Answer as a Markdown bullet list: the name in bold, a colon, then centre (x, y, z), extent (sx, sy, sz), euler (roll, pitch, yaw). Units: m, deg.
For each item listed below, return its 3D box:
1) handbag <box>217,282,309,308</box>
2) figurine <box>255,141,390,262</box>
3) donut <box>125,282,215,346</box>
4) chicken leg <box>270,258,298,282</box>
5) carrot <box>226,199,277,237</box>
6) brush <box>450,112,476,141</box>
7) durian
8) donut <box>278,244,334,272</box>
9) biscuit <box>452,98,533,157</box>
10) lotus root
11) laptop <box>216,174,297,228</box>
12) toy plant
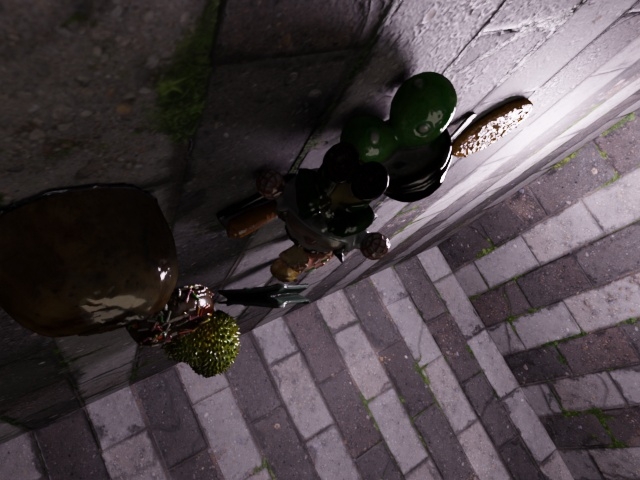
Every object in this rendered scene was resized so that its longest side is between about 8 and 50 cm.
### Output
- **handbag**: centre (-0.191, 0.191, 1.629), extent (0.260, 0.079, 0.247), euler (-5, 174, 22)
- **figurine**: centre (0.020, -0.071, 0.865), extent (0.167, 0.281, 0.370), euler (-60, -177, -15)
- **donut**: centre (-0.428, 0.222, 1.372), extent (0.269, 0.103, 0.270), euler (-25, 167, -6)
- **chicken leg**: centre (-0.072, 0.079, 1.598), extent (0.207, 0.085, 0.101), euler (-25, 142, -26)
- **carrot**: centre (-0.103, -0.065, 0.988), extent (0.216, 0.048, 0.048), euler (-30, 170, -26)
- **brush**: centre (0.325, -0.262, 1.217), extent (0.034, 0.027, 0.190), euler (-21, 159, -45)
- **durian**: centre (-0.394, 0.337, 1.611), extent (0.225, 0.291, 0.291), euler (-61, 179, -20)
- **donut**: centre (0.000, 0.000, 1.327), extent (0.199, 0.085, 0.233), euler (-14, 147, -37)
- **biscuit**: centre (0.483, -0.309, 1.331), extent (0.254, 0.035, 0.254), euler (-26, 167, -7)
- **lotus root**: centre (-0.347, 0.052, 0.710), extent (0.272, 0.192, 0.272), euler (-24, 174, -3)
- **laptop**: centre (-0.123, -0.075, 1.020), extent (0.197, 0.016, 0.135), euler (-27, 169, -5)
- **toy plant**: centre (0.155, -0.182, 0.874), extent (0.218, 0.175, 0.235), euler (-24, 143, 11)
